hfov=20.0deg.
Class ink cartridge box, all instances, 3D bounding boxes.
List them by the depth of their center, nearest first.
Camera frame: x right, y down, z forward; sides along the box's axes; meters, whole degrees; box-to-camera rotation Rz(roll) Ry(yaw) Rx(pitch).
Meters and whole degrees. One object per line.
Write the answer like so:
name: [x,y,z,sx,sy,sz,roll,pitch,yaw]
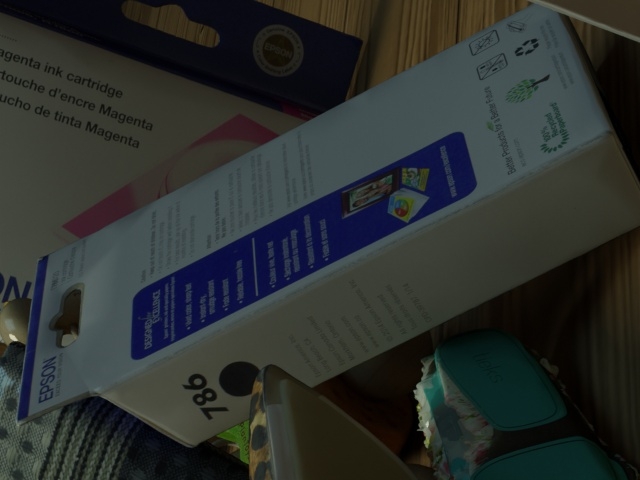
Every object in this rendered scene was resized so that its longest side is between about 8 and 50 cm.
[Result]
ink cartridge box: [0.000,0.000,0.950,0.333,0.065,0.165,-25,30,12]
ink cartridge box: [-0.147,-0.061,1.413,0.071,0.324,0.330,174,113,-73]

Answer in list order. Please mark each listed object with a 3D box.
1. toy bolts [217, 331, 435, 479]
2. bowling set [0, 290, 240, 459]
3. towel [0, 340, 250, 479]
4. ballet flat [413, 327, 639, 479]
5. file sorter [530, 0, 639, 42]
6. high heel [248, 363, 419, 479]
toy bolts: [-0.018,0.126,1.016,0.158,0.218,0.228,-48,43,25]
bowling set: [-0.113,0.164,1.289,0.287,0.154,0.200,41,137,49]
towel: [-0.092,0.261,0.963,0.056,0.312,0.324,-10,-56,-67]
ballet flat: [0.096,0.119,0.823,0.241,0.091,0.077,-97,-2,-68]
file sorter: [0.204,-0.167,0.514,0.173,0.193,0.277,-139,68,-72]
high heel: [-0.004,0.205,0.852,0.186,0.093,0.261,-52,57,43]
